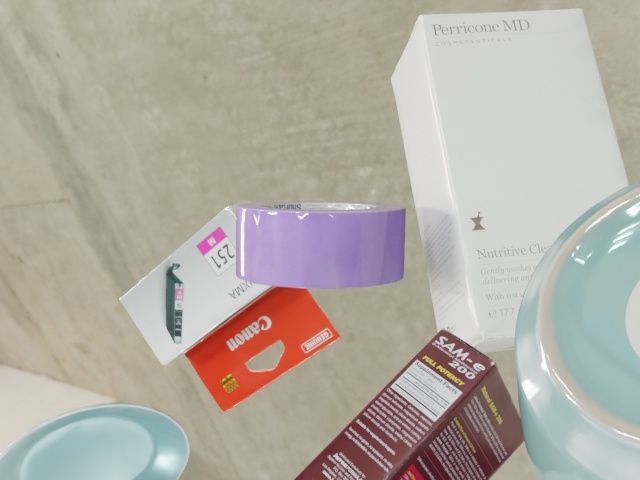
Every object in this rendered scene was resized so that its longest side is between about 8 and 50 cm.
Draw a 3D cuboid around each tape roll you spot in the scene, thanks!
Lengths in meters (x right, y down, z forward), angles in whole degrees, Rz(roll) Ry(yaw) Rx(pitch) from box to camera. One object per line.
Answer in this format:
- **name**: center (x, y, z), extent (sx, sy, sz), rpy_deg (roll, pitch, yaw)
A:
- **tape roll**: center (0.000, 0.000, 0.885), extent (0.189, 0.189, 0.080), rpy_deg (8, 99, 45)

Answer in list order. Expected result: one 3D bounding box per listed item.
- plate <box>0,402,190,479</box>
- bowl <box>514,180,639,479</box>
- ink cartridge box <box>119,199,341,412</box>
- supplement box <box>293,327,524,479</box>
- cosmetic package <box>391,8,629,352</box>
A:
- **plate**: center (-0.219, 0.214, 0.757), extent (0.024, 0.188, 0.188), rpy_deg (-122, 22, -44)
- **bowl**: center (0.249, 0.073, 0.500), extent (0.311, 0.311, 0.163), rpy_deg (10, 155, 44)
- **ink cartridge box**: center (-0.140, 0.112, 1.170), extent (0.275, 0.060, 0.239), rpy_deg (-37, 85, 31)
- **supplement box**: center (0.069, 0.209, 0.704), extent (0.073, 0.239, 0.130), rpy_deg (34, 161, 47)
- **cosmetic package**: center (0.228, -0.070, 0.943), extent (0.156, 0.217, 0.385), rpy_deg (115, 147, -72)
